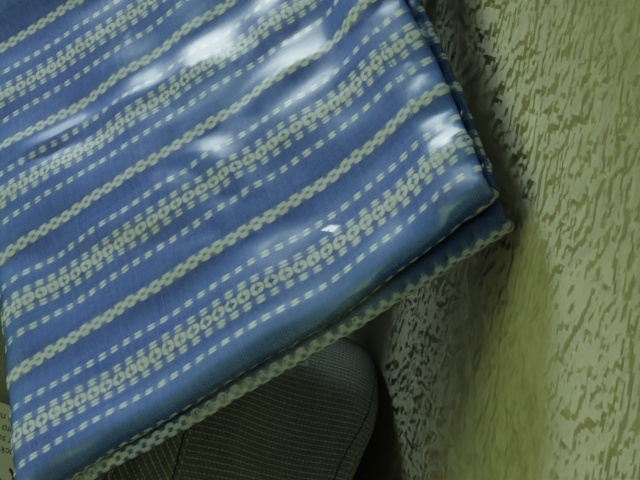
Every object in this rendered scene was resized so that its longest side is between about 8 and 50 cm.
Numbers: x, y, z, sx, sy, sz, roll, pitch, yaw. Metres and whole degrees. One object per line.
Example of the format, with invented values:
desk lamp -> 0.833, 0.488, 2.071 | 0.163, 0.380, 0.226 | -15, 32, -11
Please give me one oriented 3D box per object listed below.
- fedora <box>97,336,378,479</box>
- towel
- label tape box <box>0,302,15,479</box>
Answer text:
fedora -> -0.040, 0.125, 0.766 | 0.275, 0.124, 0.243 | -56, -23, -76
towel -> -0.064, -0.068, 0.688 | 0.040, 0.243, 0.336 | 43, -159, -43
label tape box -> -0.157, 0.146, 0.894 | 0.240, 0.106, 0.333 | -16, -59, -71
